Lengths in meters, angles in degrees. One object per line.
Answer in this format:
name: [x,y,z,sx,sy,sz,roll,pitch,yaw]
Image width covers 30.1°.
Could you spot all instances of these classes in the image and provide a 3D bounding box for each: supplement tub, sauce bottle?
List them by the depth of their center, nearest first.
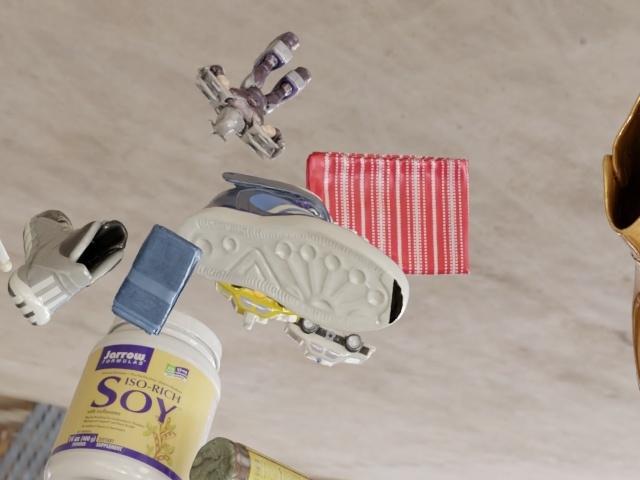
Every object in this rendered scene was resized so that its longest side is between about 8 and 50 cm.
sauce bottle: [-0.058,0.422,1.920,0.111,0.111,0.344,-10,146,43]
supplement tub: [-0.305,0.302,2.017,0.241,0.331,0.241,9,142,7]

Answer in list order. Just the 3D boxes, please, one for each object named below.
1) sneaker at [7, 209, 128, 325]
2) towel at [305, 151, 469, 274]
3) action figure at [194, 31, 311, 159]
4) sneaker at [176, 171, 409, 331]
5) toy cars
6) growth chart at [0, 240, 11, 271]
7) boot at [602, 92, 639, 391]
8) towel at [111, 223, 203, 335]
sneaker: [-0.279,0.008,1.389,0.132,0.229,0.086,-30,116,10]
towel: [0.110,-0.044,1.942,0.274,0.199,0.031,2,175,-8]
action figure: [-0.106,-0.225,1.912,0.099,0.285,0.185,-24,107,35]
sneaker: [0.000,0.000,1.534,0.322,0.130,0.236,15,-158,23]
toy cars: [-0.057,0.166,2.276,0.176,0.087,0.393,7,158,46]
growth chart: [-0.517,-0.017,1.572,0.237,0.021,0.172,-3,131,29]
boot: [0.301,0.015,1.060,0.104,0.295,0.211,8,177,36]
towel: [-0.188,0.045,1.365,0.067,0.119,0.029,30,-168,6]
